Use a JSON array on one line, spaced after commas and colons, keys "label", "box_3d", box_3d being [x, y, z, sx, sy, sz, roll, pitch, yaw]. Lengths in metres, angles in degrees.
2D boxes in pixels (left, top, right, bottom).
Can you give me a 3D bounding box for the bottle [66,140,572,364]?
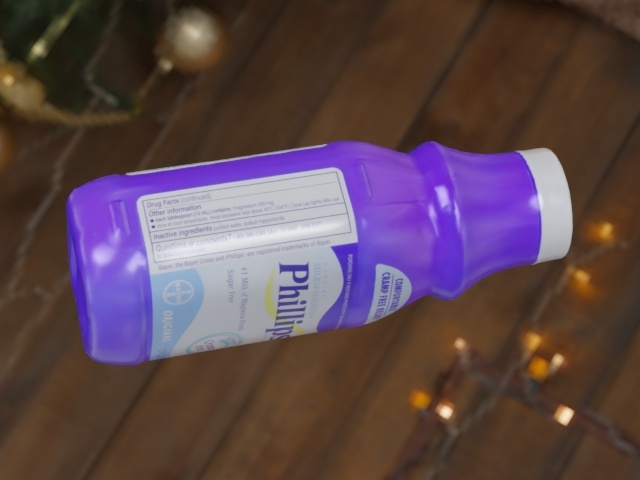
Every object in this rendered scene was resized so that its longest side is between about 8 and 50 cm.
[{"label": "bottle", "box_3d": [0.000, 0.000, 1.102, 0.282, 0.092, 0.118, -9, 151, -12]}]
